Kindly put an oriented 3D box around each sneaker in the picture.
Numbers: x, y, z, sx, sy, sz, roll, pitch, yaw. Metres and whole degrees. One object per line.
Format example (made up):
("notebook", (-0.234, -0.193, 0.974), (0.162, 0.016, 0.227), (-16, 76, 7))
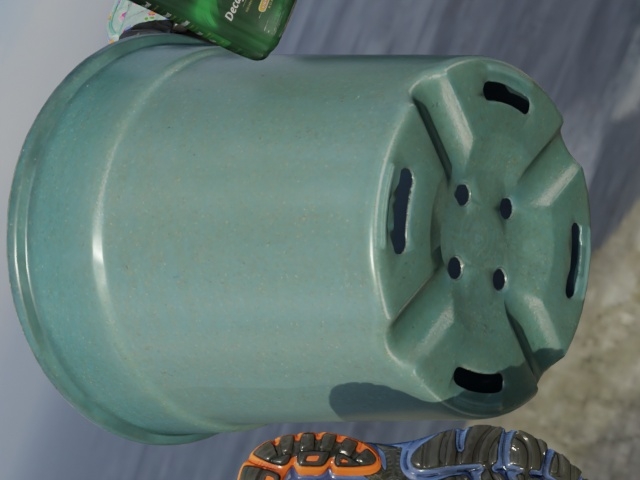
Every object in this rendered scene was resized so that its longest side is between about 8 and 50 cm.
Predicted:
("sneaker", (0.060, 0.158, 0.949), (0.087, 0.221, 0.083), (100, 176, -70))

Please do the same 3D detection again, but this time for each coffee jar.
("coffee jar", (-0.106, -0.199, 1.072), (0.079, 0.184, 0.096), (-143, 73, -72))

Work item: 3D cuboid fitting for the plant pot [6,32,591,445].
("plant pot", (0.000, 0.000, 1.179), (0.334, 0.341, 0.341), (1, 67, 43))

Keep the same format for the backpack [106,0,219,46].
("backpack", (-0.131, -0.195, 1.449), (0.182, 0.115, 0.152), (-83, -19, -44))
